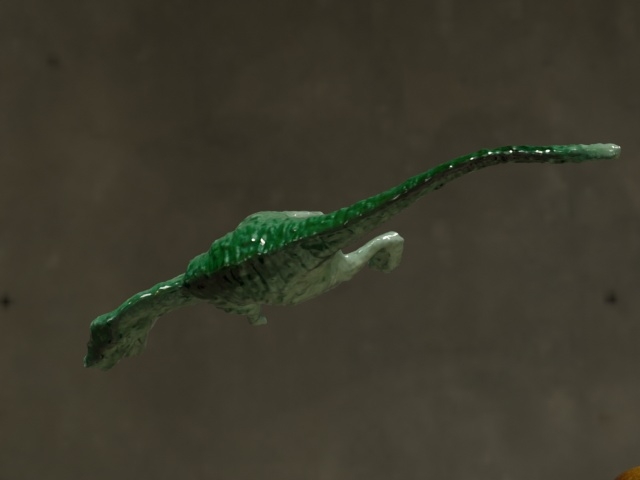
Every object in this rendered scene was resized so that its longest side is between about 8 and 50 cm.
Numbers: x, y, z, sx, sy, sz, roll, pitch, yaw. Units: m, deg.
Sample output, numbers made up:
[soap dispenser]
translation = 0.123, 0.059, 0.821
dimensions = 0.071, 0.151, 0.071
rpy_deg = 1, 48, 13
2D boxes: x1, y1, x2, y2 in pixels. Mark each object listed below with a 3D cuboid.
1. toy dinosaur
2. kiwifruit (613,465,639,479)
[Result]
[toy dinosaur]
translation = 0.019, -0.007, 1.274
dimensions = 0.383, 0.076, 0.129
rpy_deg = -28, -1, 20
[kiwifruit]
translation = 0.183, 0.181, 1.116
dimensions = 0.075, 0.124, 0.075
rpy_deg = 7, -51, 9
